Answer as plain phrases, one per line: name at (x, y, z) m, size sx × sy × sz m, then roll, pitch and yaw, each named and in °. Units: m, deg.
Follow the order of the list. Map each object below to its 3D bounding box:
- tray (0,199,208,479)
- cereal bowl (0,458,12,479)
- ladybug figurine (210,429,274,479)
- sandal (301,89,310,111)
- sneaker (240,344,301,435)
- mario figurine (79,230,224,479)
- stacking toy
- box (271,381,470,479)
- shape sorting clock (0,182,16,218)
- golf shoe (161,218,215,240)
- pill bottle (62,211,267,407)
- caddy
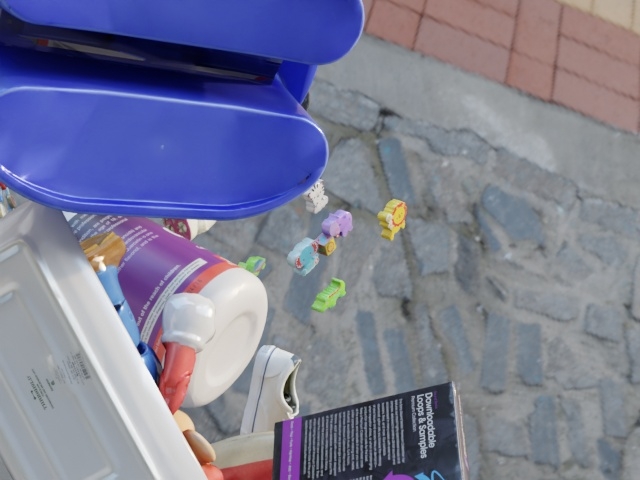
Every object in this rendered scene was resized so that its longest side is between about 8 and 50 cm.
tray at (-0.206, 0.113, 0.731) m, size 0.145 × 0.030 × 0.270 m, roll -29°, pitch 88°, yaw 10°
cereal bowl at (-0.646, 0.337, 1.822) m, size 0.339 × 0.339 × 0.141 m, roll 48°, pitch 49°, yaw 8°
ladybug figurine at (-0.106, 0.472, 1.686) m, size 0.305 × 0.449 × 0.162 m, roll 29°, pitch 45°, yaw -26°
sandal at (-0.136, -0.137, 1.037) m, size 0.254 × 0.097 × 0.054 m, roll -11°, pitch 36°, yaw 1°
sneaker at (-0.094, 0.336, 1.869) m, size 0.091 × 0.258 × 0.094 m, roll 13°, pitch 16°, yaw 20°
mario figurine at (-0.198, 0.154, 0.971) m, size 0.170 × 0.198 × 0.320 m, roll -36°, pitch 108°, yaw -46°
stacking toy at (0.000, 0.000, 1.405) m, size 0.167 × 0.052 × 0.221 m, roll 19°, pitch 52°, yaw 36°
box at (0.038, 0.182, 0.762) m, size 0.162 × 0.029 × 0.116 m, roll -17°, pitch 41°, yaw 18°
shape sorting clock at (-0.528, -0.089, 1.563) m, size 0.040 × 0.206 × 0.206 m, roll -18°, pitch 70°, yaw -4°
golf shoe at (-0.311, -0.155, 2.147) m, size 0.140 × 0.115 × 0.306 m, roll -26°, pitch 112°, yaw -37°
pill bottle at (-0.238, 0.061, 1.196) m, size 0.323 × 0.181 × 0.181 m, roll 27°, pitch 58°, yaw 21°
caddy at (-0.136, -0.151, 0.739) m, size 0.341 × 0.241 × 0.179 m, roll 3°, pitch 25°, yaw -30°
